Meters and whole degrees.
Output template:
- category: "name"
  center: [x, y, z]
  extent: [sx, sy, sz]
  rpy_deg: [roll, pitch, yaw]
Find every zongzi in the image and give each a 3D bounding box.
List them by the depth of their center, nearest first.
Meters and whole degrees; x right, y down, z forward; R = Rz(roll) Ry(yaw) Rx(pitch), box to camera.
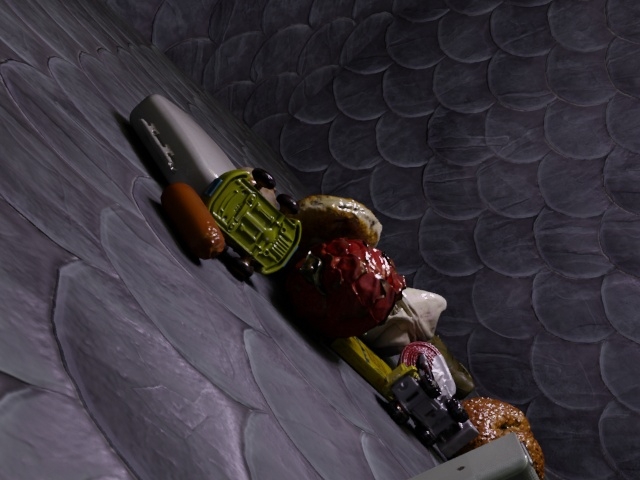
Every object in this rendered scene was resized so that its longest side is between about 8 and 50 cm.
- category: "zongzi"
  center: [0.425, 0.477, 2.520]
  extent: [0.260, 0.123, 0.289]
  rpy_deg: [50, 16, -1]

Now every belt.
- category: "belt"
  center: [0.277, 0.368, 1.927]
  extent: [0.124, 0.128, 0.201]
  rpy_deg: [90, -18, -62]

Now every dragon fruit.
- category: "dragon fruit"
  center: [0.065, 0.113, 1.693]
  extent: [0.298, 0.244, 0.244]
  rpy_deg: [3, 27, -22]

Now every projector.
- category: "projector"
  center: [0.247, 0.437, 1.133]
  extent: [0.177, 0.242, 0.163]
  rpy_deg: [64, 6, 1]

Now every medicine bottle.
- category: "medicine bottle"
  center: [-0.300, -0.185, 1.740]
  extent: [0.375, 0.123, 0.282]
  rpy_deg: [51, 6, 34]

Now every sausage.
- category: "sausage"
  center: [-0.248, -0.038, 1.414]
  extent: [0.197, 0.076, 0.076]
  rpy_deg: [51, 8, 35]

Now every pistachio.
- category: "pistachio"
  center: [-0.195, -0.134, 2.056]
  extent: [0.144, 0.144, 0.215]
  rpy_deg: [50, 9, 21]

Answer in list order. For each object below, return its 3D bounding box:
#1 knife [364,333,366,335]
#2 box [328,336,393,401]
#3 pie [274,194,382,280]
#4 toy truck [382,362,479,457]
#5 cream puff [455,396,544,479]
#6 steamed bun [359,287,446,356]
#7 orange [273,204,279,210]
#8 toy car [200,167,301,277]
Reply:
- category: "knife"
  center: [0.046, 0.199, 1.891]
  extent: [0.207, 0.014, 0.030]
  rpy_deg: [30, -14, 38]
- category: "box"
  center: [0.113, 0.306, 1.838]
  extent: [0.279, 0.041, 0.153]
  rpy_deg: [44, 6, -20]
- category: "pie"
  center: [0.000, 0.000, 1.796]
  extent: [0.315, 0.315, 0.092]
  rpy_deg: [40, 31, -46]
- category: "toy truck"
  center: [0.264, 0.408, 1.766]
  extent: [0.286, 0.136, 0.111]
  rpy_deg: [46, 9, -28]
- category: "cream puff"
  center: [0.467, 0.544, 1.910]
  extent: [0.303, 0.212, 0.303]
  rpy_deg: [54, 6, -8]
- category: "steamed bun"
  center: [0.218, 0.241, 2.132]
  extent: [0.280, 0.207, 0.268]
  rpy_deg: [17, -12, -30]
- category: "orange"
  center: [-0.159, -0.051, 1.877]
  extent: [0.135, 0.117, 0.135]
  rpy_deg: [51, 1, -1]
- category: "toy car"
  center: [-0.165, -0.043, 1.566]
  extent: [0.248, 0.200, 0.142]
  rpy_deg: [48, -19, -30]
